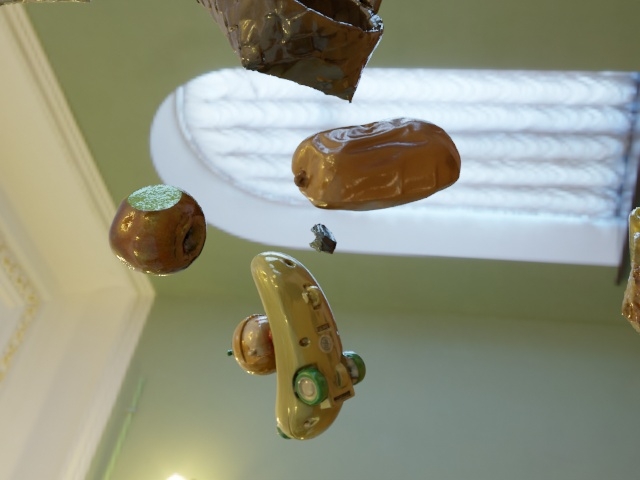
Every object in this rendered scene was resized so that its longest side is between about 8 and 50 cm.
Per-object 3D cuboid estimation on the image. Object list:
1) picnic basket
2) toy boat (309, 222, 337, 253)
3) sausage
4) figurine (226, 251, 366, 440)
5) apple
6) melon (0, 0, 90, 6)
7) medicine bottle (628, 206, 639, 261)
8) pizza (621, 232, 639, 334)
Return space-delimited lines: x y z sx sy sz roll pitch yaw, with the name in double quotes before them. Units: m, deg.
"picnic basket" -0.015 -0.432 1.408 0.293 0.337 0.337 11 -100 -37
"toy boat" 0.000 0.000 1.260 0.083 0.038 0.038 -114 21 -70
"sausage" 0.076 -0.105 1.243 0.136 0.241 0.120 -127 28 -65
"figurine" -0.058 0.178 1.504 0.124 0.222 0.324 -17 -91 -47
"apple" -0.188 -0.009 1.018 0.114 0.102 0.099 -54 -31 -47
"melon" -0.255 -0.250 0.799 0.139 0.203 0.093 -63 -47 -83
"medicine bottle" 0.645 0.062 1.740 0.095 0.064 0.260 -133 27 -59
"pizza" 0.543 0.134 1.254 0.365 0.182 0.074 52 -160 -10
